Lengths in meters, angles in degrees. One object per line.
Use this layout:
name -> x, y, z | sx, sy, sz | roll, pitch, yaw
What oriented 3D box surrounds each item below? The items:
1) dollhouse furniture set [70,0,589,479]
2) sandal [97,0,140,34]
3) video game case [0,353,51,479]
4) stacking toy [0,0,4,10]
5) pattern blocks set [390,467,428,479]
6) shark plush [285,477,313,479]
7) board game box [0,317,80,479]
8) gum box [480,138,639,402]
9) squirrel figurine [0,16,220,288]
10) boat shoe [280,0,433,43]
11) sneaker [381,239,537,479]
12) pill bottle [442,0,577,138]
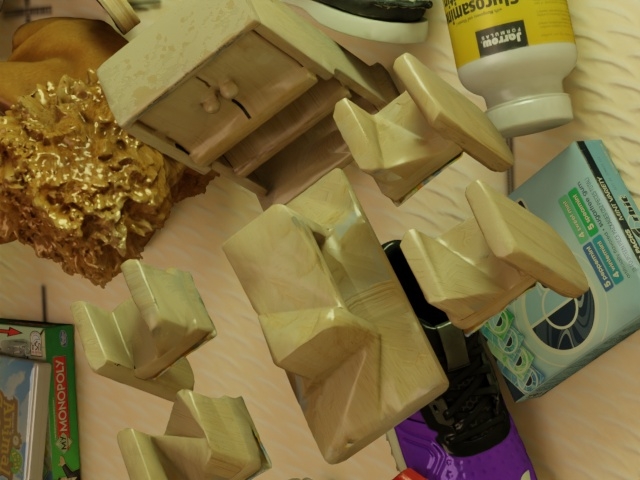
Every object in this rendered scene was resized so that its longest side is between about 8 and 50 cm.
dollhouse furniture set -> 0.000, 0.000, 1.531 | 0.362, 0.256, 0.394 | -37, 57, 18
sandal -> -0.216, -0.291, 1.929 | 0.079, 0.088, 0.240 | -36, 33, -2
video game case -> -0.388, 0.237, 2.110 | 0.193, 0.023, 0.212 | 5, 90, 43
stacking toy -> -0.531, -0.168, 2.042 | 0.351, 0.350, 0.480 | 19, 66, 43
pattern blocks set -> 0.160, 0.374, 1.582 | 0.285, 0.026, 0.325 | 27, 132, 37
shark plush -> -0.014, 0.311, 1.789 | 0.073, 0.067, 0.161 | 18, 107, 43
board game box -> -0.405, 0.200, 2.194 | 0.317, 0.046, 0.213 | 1, 95, 45
gum box -> 0.204, 0.028, 1.554 | 0.184, 0.041, 0.157 | -42, 66, 40
squirrel figurine -> -0.307, -0.087, 1.822 | 0.397, 0.370, 0.281 | 1, 98, 43
boat shoe -> -0.017, -0.264, 1.705 | 0.302, 0.114, 0.091 | 20, 110, 30
sneaker -> 0.107, 0.125, 1.584 | 0.293, 0.102, 0.146 | 60, 158, 22
pill bottle -> 0.159, -0.184, 1.530 | 0.103, 0.103, 0.184 | -17, 82, 45
